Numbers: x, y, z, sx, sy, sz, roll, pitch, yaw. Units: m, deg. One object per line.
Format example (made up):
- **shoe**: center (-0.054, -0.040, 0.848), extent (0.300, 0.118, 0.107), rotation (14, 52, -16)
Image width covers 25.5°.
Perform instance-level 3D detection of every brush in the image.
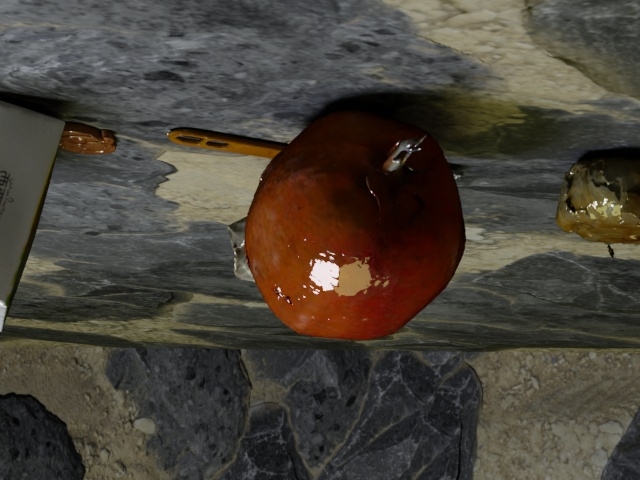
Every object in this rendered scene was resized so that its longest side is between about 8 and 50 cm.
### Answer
- **brush**: center (-0.009, -0.086, 1.479), extent (0.314, 0.017, 0.090), rotation (8, 166, -18)

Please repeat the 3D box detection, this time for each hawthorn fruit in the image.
- **hawthorn fruit**: center (0.040, -0.028, 1.304), extent (0.211, 0.211, 0.299), rotation (6, 156, -8)

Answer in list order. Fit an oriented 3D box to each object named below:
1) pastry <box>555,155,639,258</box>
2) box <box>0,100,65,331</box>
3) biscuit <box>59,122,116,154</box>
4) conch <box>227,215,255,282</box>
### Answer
- **pastry**: center (0.310, -0.040, 1.418), extent (0.153, 0.081, 0.153), rotation (11, 163, 4)
- **box**: center (-0.344, -0.021, 1.442), extent (0.111, 0.194, 0.260), rotation (17, 168, -9)
- **biscuit**: center (-0.249, -0.105, 1.474), extent (0.078, 0.015, 0.091), rotation (-1, 169, 28)
- **conch**: center (0.000, 0.000, 1.544), extent (0.178, 0.163, 0.245), rotation (-11, 173, -40)
